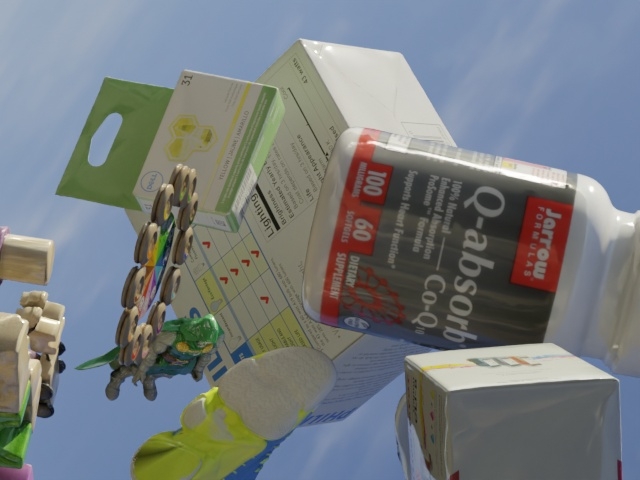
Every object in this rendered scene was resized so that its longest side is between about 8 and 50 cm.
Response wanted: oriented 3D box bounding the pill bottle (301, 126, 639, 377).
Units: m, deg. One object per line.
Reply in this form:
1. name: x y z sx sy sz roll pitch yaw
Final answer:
1. pill bottle: 0.177 0.018 1.724 0.210 0.363 0.210 12 90 -85

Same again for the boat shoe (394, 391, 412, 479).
1. boat shoe: 0.104 0.220 1.919 0.040 0.049 0.142 -122 -159 -52

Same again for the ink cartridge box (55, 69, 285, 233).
1. ink cartridge box: -0.177 -0.112 1.917 0.235 0.056 0.171 13 -114 17

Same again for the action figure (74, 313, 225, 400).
1. action figure: -0.167 0.126 1.849 0.232 0.137 0.063 -37 -123 57

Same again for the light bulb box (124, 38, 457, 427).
1. light bulb box: 0.000 0.000 2.116 0.361 0.225 0.358 -41 -114 31

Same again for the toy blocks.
1. toy blocks: -0.387 0.137 1.501 0.288 0.260 0.309 98 0 -46

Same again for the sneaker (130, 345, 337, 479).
1. sneaker: -0.081 0.197 1.752 0.240 0.126 0.091 -30 -116 4

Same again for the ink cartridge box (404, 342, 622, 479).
1. ink cartridge box: 0.141 0.154 1.262 0.176 0.127 0.128 -148 -126 -82

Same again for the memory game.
1. memory game: -0.139 0.022 1.459 0.186 0.012 0.186 17 90 -83
